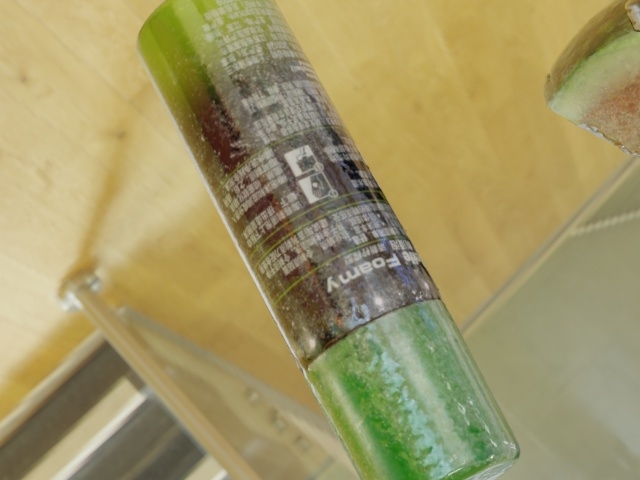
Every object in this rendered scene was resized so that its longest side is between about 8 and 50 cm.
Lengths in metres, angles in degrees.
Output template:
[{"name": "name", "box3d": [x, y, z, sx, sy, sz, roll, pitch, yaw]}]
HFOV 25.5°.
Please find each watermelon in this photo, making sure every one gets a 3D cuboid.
[{"name": "watermelon", "box3d": [0.386, -0.181, 1.579, 0.310, 0.232, 0.193, -11, 180, 38]}]

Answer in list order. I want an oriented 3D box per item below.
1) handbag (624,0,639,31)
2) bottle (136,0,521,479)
[{"name": "handbag", "box3d": [0.389, -0.254, 1.200, 0.253, 0.093, 0.308, -22, -174, 37]}, {"name": "bottle", "box3d": [0.000, 0.000, 0.819, 0.093, 0.330, 0.093, -25, 161, -9]}]
